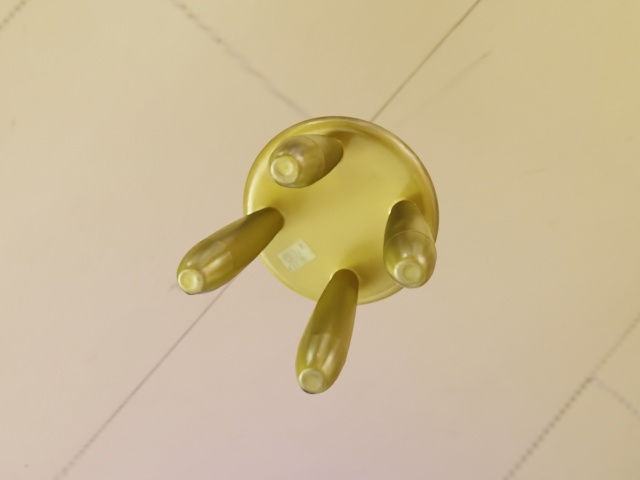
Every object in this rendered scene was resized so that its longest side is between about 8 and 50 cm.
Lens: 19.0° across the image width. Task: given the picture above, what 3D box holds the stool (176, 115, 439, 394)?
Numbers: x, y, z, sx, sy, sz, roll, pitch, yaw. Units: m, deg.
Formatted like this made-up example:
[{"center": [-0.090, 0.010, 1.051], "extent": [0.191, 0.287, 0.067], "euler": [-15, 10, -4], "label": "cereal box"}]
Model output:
[{"center": [0.000, 0.000, 1.016], "extent": [0.134, 0.110, 0.135], "euler": [-2, 110, 13], "label": "stool"}]
